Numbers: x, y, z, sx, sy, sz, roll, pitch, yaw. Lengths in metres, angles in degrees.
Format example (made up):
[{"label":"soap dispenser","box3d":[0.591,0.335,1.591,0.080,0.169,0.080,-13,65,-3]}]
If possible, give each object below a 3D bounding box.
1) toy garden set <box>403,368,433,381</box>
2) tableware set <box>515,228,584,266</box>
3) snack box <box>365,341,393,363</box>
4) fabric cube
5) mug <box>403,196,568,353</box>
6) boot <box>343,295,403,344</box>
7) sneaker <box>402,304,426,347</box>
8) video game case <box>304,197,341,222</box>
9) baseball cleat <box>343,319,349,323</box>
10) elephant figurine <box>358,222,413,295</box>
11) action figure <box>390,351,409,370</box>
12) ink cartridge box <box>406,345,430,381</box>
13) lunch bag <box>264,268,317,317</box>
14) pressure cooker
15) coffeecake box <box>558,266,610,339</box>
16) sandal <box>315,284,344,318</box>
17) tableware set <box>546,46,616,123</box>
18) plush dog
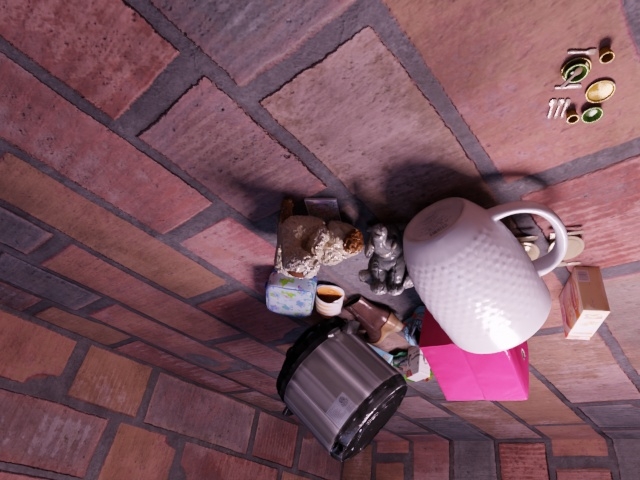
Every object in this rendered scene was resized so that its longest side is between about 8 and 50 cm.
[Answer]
[{"label":"toy garden set","box3d":[0.510,0.564,1.911,0.244,0.049,0.204,-29,146,21]},{"label":"tableware set","box3d":[0.595,0.020,1.154,0.194,0.039,0.128,-8,130,15]},{"label":"snack box","box3d":[0.214,0.512,1.839,0.187,0.060,0.322,24,158,20]},{"label":"fabric cube","box3d":[0.490,0.320,1.363,0.259,0.254,0.258,-13,119,31]},{"label":"mug","box3d":[0.401,0.046,1.048,0.374,0.276,0.328,-30,112,24]},{"label":"boot","box3d":[0.176,0.298,1.641,0.207,0.090,0.248,33,146,-7]},{"label":"sneaker","box3d":[0.355,0.341,1.588,0.104,0.125,0.262,16,145,8]},{"label":"video game case","box3d":[0.010,-0.074,1.188,0.087,0.011,0.122,1,144,13]},{"label":"baseball cleat","box3d":[0.085,0.376,1.776,0.109,0.072,0.206,16,150,-37]},{"label":"elephant figurine","box3d":[0.185,0.015,1.163,0.169,0.186,0.239,-18,120,-18]},{"label":"action figure","box3d":[0.340,0.555,1.961,0.137,0.063,0.232,24,147,-24]},{"label":"ink cartridge box","box3d":[0.412,0.510,1.809,0.056,0.135,0.099,23,143,-12]},{"label":"lunch bag","box3d":[-0.107,0.187,1.520,0.176,0.090,0.219,8,145,1]},{"label":"pressure cooker","box3d":[0.052,0.499,1.539,0.420,0.370,0.375,37,143,30]},{"label":"coffeecake box","box3d":[0.761,0.185,1.252,0.068,0.142,0.185,1,144,14]},{"label":"sandal","box3d":[0.034,0.249,1.583,0.102,0.076,0.265,5,145,6]},{"label":"tableware set","box3d":[0.481,-0.273,0.777,0.104,0.024,0.154,2,144,11]},{"label":"plush dog","box3d":[0.000,0.000,1.169,0.225,0.210,0.262,3,175,-13]}]
